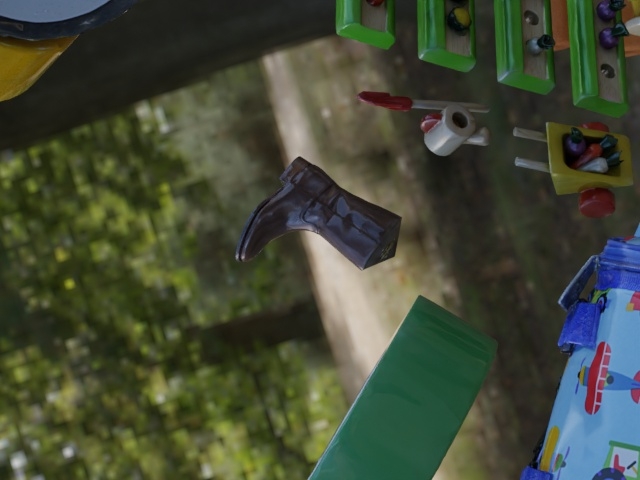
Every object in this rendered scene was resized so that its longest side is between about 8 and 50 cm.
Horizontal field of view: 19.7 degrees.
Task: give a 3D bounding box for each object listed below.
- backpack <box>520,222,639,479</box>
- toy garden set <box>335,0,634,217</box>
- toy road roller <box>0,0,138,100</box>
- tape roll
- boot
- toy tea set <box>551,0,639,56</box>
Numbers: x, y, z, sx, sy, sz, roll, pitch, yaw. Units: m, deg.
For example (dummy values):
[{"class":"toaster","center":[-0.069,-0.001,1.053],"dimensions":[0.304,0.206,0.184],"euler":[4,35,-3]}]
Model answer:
[{"class":"backpack","center":[0.149,0.028,0.510],"dimensions":[0.117,0.158,0.173],"euler":[27,-99,-52]},{"class":"toy garden set","center":[0.131,-0.135,1.352],"dimensions":[0.049,0.244,0.204],"euler":[-43,40,53]},{"class":"toy road roller","center":[-0.228,-0.158,0.689],"dimensions":[0.329,0.240,0.203],"euler":[23,-142,-35]},{"class":"tape roll","center":[0.026,0.197,1.432],"dimensions":[0.077,0.321,0.321],"euler":[31,174,3]},{"class":"boot","center":[0.000,0.000,1.520],"dimensions":[0.114,0.106,0.037],"euler":[34,-179,15]},{"class":"toy tea set","center":[0.307,-0.240,1.686],"dimensions":[0.200,0.336,0.124],"euler":[-8,86,45]}]
